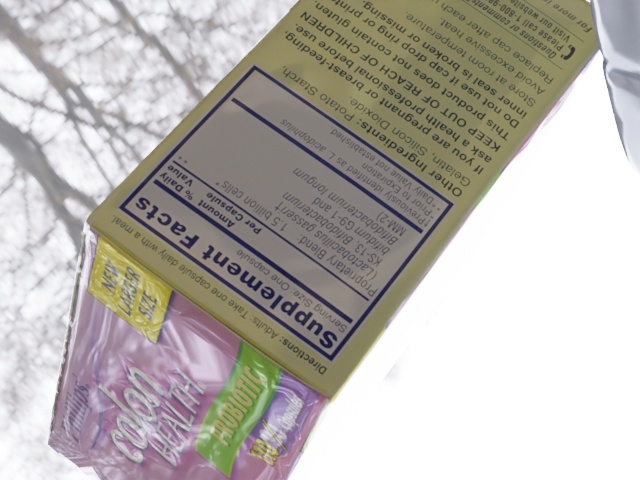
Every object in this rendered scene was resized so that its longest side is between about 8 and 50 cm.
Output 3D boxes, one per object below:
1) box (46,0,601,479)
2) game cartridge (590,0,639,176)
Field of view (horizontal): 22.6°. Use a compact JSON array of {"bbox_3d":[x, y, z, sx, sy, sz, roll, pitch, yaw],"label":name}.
[{"bbox_3d":[0.000,0.000,0.741,0.117,0.213,0.243,36,-122,8],"label":"box"},{"bbox_3d":[0.122,-0.154,0.379,0.060,0.294,0.196,15,-132,27],"label":"game cartridge"}]
